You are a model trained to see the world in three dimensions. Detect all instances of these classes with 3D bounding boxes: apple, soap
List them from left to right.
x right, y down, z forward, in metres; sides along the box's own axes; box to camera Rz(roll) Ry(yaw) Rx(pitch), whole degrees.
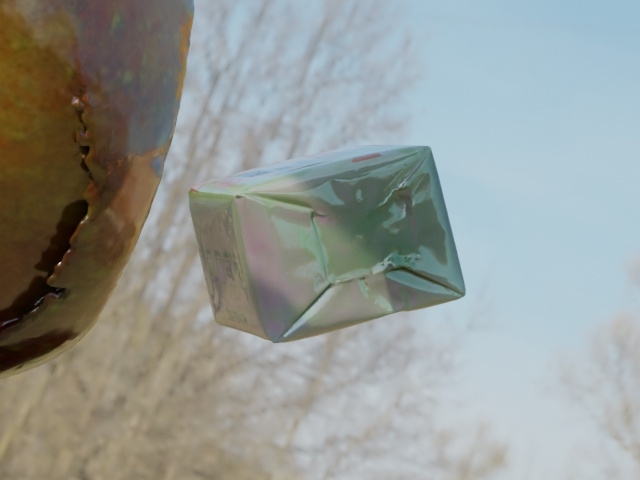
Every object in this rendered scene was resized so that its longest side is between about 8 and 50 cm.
[{"bbox_3d":[-0.237,-0.113,1.011,0.374,0.374,0.384,7,-58,56],"label":"apple"},{"bbox_3d":[0.000,0.000,1.619,0.182,0.138,0.199,-15,7,-15],"label":"soap"}]
